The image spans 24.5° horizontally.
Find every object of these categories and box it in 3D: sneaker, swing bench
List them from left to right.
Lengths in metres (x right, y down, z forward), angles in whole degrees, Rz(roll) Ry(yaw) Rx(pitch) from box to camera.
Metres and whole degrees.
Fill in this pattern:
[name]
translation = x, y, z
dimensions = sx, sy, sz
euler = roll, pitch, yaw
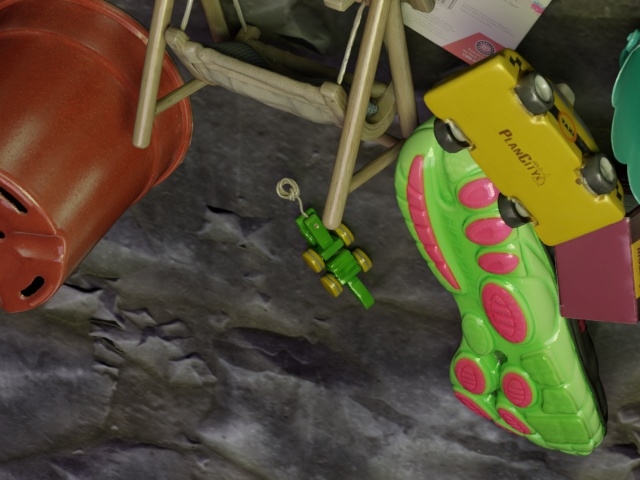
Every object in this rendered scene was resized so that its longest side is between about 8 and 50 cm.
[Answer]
[swing bench]
translation = -0.040, -0.187, 1.388
dimensions = 0.253, 0.165, 0.255
euler = 25, 133, 28
[sneaker]
translation = 0.223, 0.040, 1.484
dimensions = 0.185, 0.202, 0.483
euler = 21, 145, 34

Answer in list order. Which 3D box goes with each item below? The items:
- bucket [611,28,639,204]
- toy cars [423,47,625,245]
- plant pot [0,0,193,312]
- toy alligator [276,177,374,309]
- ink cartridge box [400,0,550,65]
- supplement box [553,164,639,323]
[bucket]
translation = 0.396, -0.135, 1.284
dimensions = 0.281, 0.183, 0.281
euler = 11, 131, 14
[toy cars]
translation = 0.275, -0.061, 1.218
dimensions = 0.393, 0.087, 0.176
euler = 17, 137, 5
[plant pot]
translation = -0.307, -0.083, 1.550
dimensions = 0.272, 0.265, 0.272
euler = 11, 130, 13
[toy alligator]
translation = 0.000, 0.000, 1.644
dimensions = 0.190, 0.056, 0.051
euler = 54, 167, -23
[ink cartridge box]
translation = 0.166, -0.260, 1.351
dimensions = 0.115, 0.067, 0.198
euler = 31, 134, -5
[supplement box]
translation = 0.296, -0.003, 1.386
dimensions = 0.080, 0.188, 0.104
euler = 4, 111, 36
